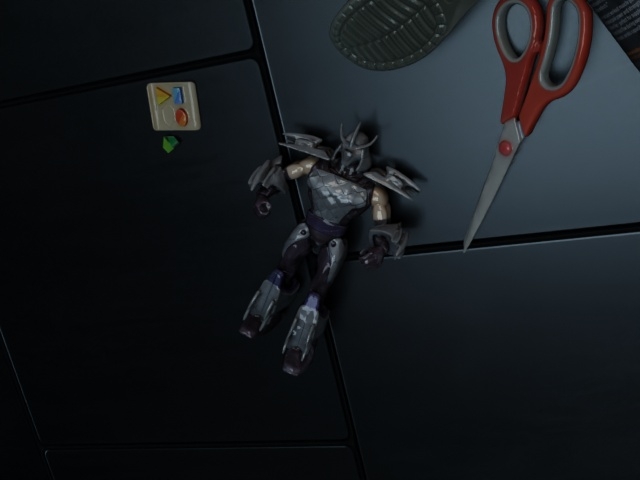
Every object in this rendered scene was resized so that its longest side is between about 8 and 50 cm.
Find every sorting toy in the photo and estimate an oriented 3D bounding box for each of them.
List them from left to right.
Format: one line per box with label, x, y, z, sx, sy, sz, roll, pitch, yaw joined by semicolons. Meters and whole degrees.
sorting toy;-0.171;-0.144;1.032;0.062;0.012;0.083;1;110;19

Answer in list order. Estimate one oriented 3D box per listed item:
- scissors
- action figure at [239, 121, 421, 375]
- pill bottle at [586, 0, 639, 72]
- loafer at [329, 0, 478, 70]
scissors;0.200;-0.105;0.884;0.109;0.021;0.297;25;120;38
action figure;0.000;0.000;0.981;0.185;0.099;0.285;28;114;18
pill bottle;0.289;-0.240;0.758;0.130;0.130;0.245;-36;95;28
loafer;0.111;-0.254;0.853;0.094;0.087;0.251;42;134;-21
